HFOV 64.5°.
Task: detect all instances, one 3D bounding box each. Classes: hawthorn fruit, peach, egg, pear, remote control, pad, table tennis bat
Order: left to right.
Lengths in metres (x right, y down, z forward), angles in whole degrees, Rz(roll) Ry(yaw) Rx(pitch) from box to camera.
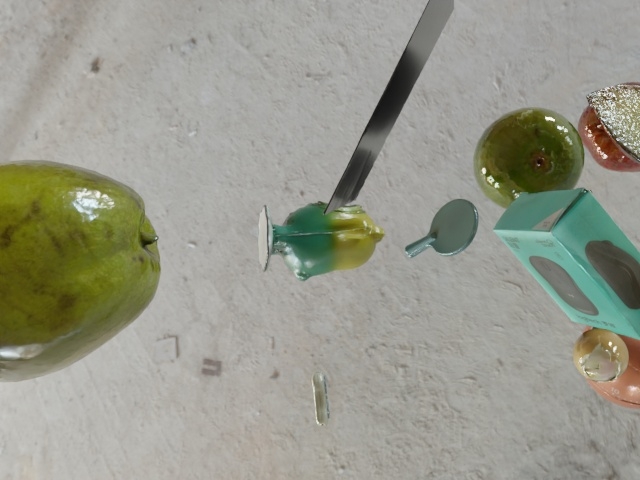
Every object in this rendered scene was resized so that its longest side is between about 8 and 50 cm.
[{"bbox_3d":[-0.352,0.037,0.611,0.321,0.269,0.269,-19,69,0],"label":"pear"},{"bbox_3d":[0.001,0.372,1.200,0.032,0.074,0.122,-6,85,2],"label":"remote control"},{"bbox_3d":[0.058,-0.110,0.401,0.004,0.127,0.190,29,104,8],"label":"pad"},{"bbox_3d":[0.316,-0.016,1.338,0.244,0.040,0.153,-36,45,44],"label":"table tennis bat"},{"bbox_3d":[0.451,0.181,0.819,0.080,0.096,0.080,9,116,19],"label":"egg"},{"bbox_3d":[0.648,-0.226,1.042,0.279,0.068,0.189,22,64,-6],"label":"peach"},{"bbox_3d":[0.958,-0.340,1.539,0.275,0.299,0.276,178,90,-68],"label":"hawthorn fruit"}]

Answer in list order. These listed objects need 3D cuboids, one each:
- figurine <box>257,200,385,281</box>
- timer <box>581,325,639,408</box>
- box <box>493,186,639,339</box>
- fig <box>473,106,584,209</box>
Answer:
[{"bbox_3d":[0.000,0.000,1.446,0.339,0.323,0.232,-1,78,-13],"label":"figurine"},{"bbox_3d":[0.716,0.262,1.160,0.229,0.215,0.230,-6,43,5],"label":"timer"},{"bbox_3d":[0.529,0.045,1.037,0.118,0.205,0.311,-45,101,-9],"label":"box"},{"bbox_3d":[0.582,-0.227,1.451,0.316,0.316,0.316,-7,76,27],"label":"fig"}]
